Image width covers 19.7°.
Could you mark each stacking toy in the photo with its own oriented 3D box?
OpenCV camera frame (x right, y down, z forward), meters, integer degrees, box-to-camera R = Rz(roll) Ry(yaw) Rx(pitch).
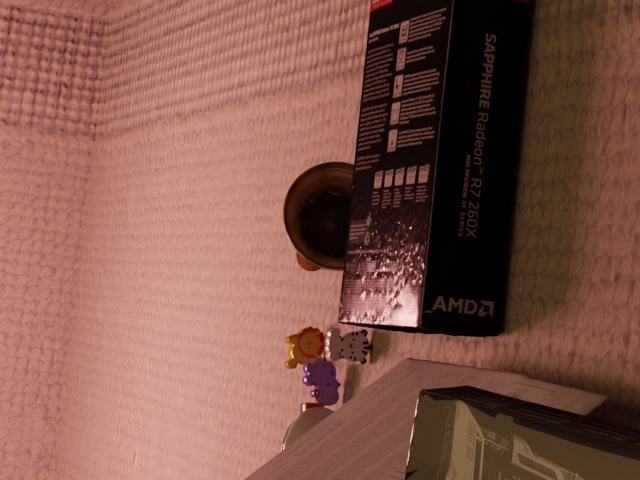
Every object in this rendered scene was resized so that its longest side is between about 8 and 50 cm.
[{"bbox_3d":[0.003,0.206,2.133,0.167,0.052,0.221,163,110,-70],"label":"stacking toy"}]

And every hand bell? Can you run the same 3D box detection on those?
[{"bbox_3d":[0.000,0.000,2.162,0.242,0.126,0.126,126,147,-73],"label":"hand bell"}]

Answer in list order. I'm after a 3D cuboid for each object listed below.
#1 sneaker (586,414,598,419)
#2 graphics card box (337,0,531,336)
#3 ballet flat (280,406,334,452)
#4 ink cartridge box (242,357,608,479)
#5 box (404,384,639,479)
[{"bbox_3d":[0.199,0.230,1.523,0.064,0.086,0.192,128,144,-55],"label":"sneaker"},{"bbox_3d":[0.113,-0.090,1.863,0.233,0.094,0.371,174,103,-69],"label":"graphics card box"},{"bbox_3d":[0.033,0.374,1.909,0.139,0.139,0.400,168,104,-69],"label":"ballet flat"},{"bbox_3d":[0.062,0.233,1.622,0.091,0.308,0.385,60,161,-13],"label":"ink cartridge box"},{"bbox_3d":[0.196,0.254,1.313,0.307,0.076,0.243,13,96,34],"label":"box"}]
